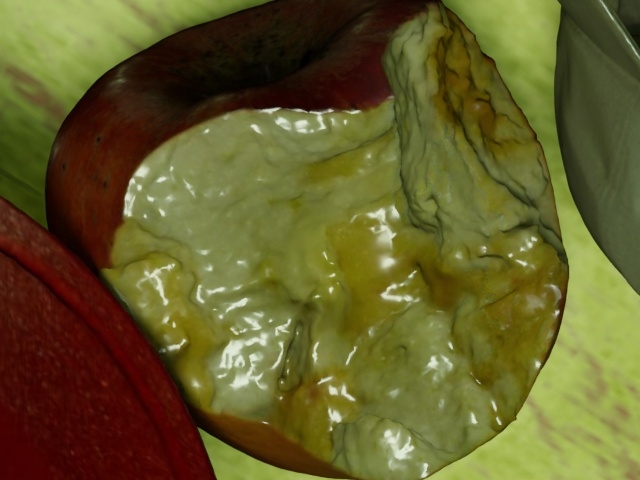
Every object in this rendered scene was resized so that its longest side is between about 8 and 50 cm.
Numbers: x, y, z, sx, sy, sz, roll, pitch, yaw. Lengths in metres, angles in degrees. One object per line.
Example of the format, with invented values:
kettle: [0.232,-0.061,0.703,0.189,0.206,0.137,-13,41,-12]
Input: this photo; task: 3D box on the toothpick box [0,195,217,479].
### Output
toothpick box: [-0.209,0.137,0.419,0.333,0.204,0.204,-32,107,27]

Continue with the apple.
apple: [-0.003,0.002,0.488,0.156,0.147,0.158,-35,119,-26]

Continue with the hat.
hat: [0.092,-0.065,0.497,0.173,0.166,0.144,30,126,18]
